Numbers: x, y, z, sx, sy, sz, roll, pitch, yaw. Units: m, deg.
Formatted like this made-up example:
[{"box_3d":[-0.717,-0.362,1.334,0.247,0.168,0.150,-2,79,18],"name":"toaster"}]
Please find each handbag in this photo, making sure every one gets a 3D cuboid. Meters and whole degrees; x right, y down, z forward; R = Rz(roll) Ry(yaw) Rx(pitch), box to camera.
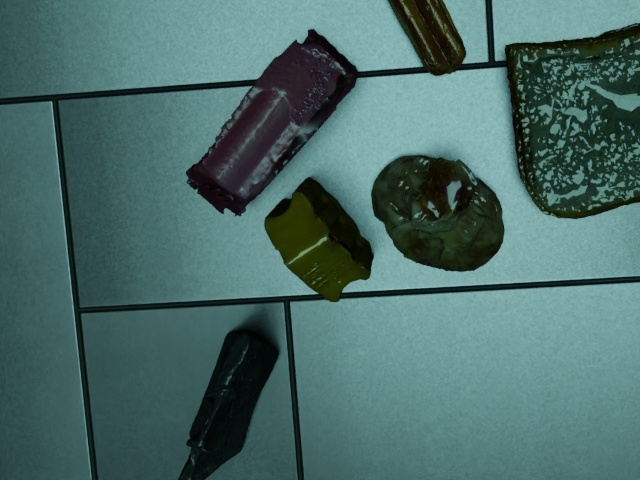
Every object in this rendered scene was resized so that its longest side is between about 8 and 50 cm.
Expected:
[{"box_3d":[-0.145,0.248,1.780,0.089,0.175,0.270,22,100,4],"name":"handbag"}]

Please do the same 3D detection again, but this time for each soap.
[{"box_3d":[-0.073,-0.159,1.712,0.112,0.182,0.289,40,105,-2],"name":"soap"},{"box_3d":[0.000,0.000,1.687,0.080,0.257,0.160,-39,93,10],"name":"soap"}]

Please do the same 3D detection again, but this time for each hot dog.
[{"box_3d":[0.156,-0.317,1.734,0.071,0.045,0.165,-29,95,7],"name":"hot dog"}]

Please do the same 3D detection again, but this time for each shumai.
[{"box_3d":[0.171,-0.039,1.726,0.209,0.153,0.161,42,93,1],"name":"shumai"}]

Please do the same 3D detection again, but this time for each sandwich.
[{"box_3d":[0.425,-0.176,1.704,0.301,0.099,0.271,-11,97,6],"name":"sandwich"}]
